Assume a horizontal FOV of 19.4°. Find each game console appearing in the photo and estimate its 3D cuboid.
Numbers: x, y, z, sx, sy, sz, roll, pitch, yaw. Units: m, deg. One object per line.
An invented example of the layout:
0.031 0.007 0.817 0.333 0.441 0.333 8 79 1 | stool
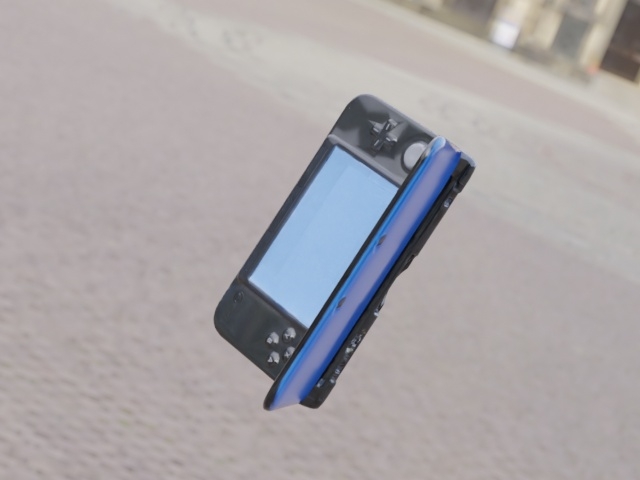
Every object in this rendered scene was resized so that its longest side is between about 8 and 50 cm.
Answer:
0.000 0.000 1.779 0.250 0.293 0.173 37 5 41 | game console
